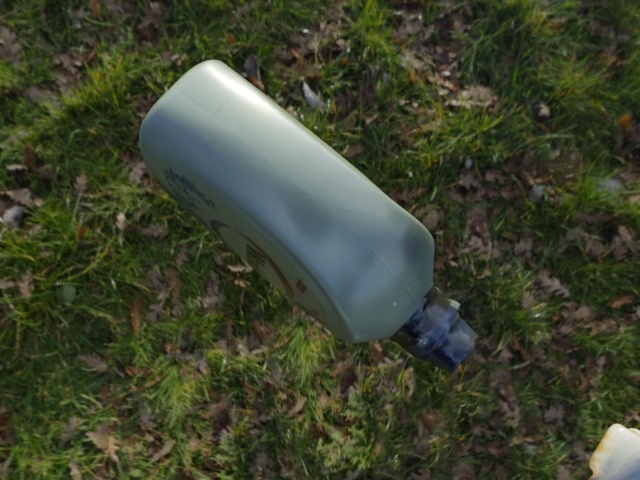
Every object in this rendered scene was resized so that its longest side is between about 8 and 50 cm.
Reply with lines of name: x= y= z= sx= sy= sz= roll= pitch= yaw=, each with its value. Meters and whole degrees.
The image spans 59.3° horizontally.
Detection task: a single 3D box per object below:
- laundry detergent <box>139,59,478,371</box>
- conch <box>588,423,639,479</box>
laundry detergent: x=0.000 y=0.000 z=0.453 sx=0.281 sy=0.215 sz=0.105 roll=39 pitch=79 yaw=4
conch: x=0.549 y=0.405 z=1.030 sx=0.176 sy=0.104 sz=0.094 roll=-25 pitch=34 yaw=1
